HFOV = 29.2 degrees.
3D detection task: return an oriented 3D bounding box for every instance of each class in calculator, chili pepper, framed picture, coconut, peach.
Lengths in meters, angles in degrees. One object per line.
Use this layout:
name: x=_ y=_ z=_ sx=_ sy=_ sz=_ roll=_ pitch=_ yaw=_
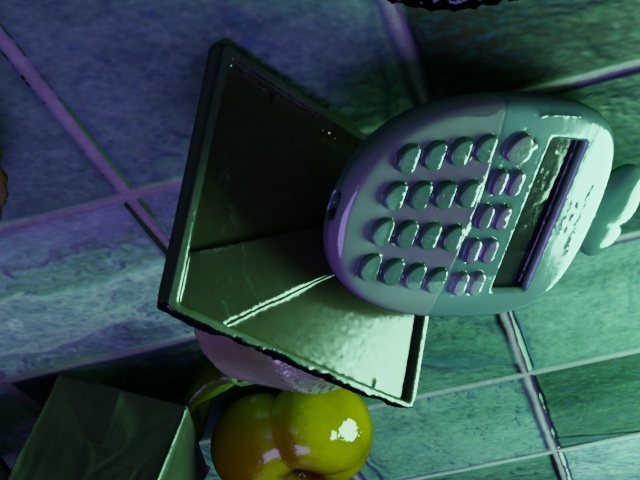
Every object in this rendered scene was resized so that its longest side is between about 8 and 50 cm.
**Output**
calculator: x=0.130 y=-0.026 z=0.926 sx=0.298 sy=0.041 sz=0.186 roll=-2 pitch=121 yaw=-36
chili pepper: x=-0.110 y=0.152 z=1.243 sx=0.050 sy=0.052 sz=0.202 roll=34 pitch=144 yaw=-5
framed picture: x=-0.001 y=0.000 z=0.894 sx=0.018 sy=0.192 sz=0.265 roll=-6 pitch=155 yaw=42
coconut: x=-0.030 y=0.048 z=0.994 sx=0.147 sy=0.147 sz=0.152 roll=22 pitch=168 yaw=-38
peach: x=-0.031 y=0.213 z=1.300 sx=0.179 sy=0.103 sz=0.179 roll=-13 pitch=154 yaw=-6

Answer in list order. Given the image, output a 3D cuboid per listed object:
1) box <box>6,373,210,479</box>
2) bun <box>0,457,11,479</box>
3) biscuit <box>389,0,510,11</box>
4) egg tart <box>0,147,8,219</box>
box: x=-0.229 y=0.278 z=1.220 sx=0.155 sy=0.231 sz=0.149 roll=14 pitch=148 yaw=13
bun: x=-0.437 y=0.280 z=1.289 sx=0.272 sy=0.168 sz=0.273 roll=2 pitch=139 yaw=2
biscuit: x=0.087 y=-0.207 z=0.699 sx=0.194 sy=0.053 sz=0.194 roll=-4 pitch=148 yaw=-3
egg tart: x=-0.335 y=-0.032 z=0.852 sx=0.241 sy=0.106 sz=0.241 roll=-6 pitch=143 yaw=-5
